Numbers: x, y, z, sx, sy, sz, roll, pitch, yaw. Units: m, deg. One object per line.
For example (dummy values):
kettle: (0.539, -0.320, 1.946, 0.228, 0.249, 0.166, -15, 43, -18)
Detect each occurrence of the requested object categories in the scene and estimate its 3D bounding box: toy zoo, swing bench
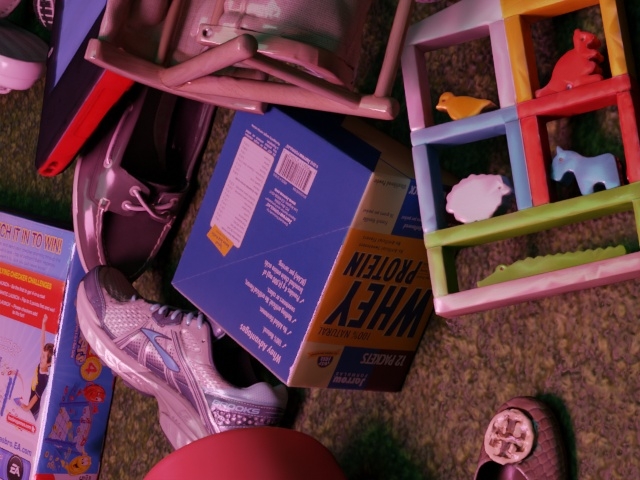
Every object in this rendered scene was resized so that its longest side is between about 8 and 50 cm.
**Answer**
toy zoo: (0.165, -0.098, 1.349, 0.192, 0.030, 0.293, -13, 73, 24)
swing bench: (-0.041, -0.245, 1.388, 0.255, 0.165, 0.253, 8, 80, 53)

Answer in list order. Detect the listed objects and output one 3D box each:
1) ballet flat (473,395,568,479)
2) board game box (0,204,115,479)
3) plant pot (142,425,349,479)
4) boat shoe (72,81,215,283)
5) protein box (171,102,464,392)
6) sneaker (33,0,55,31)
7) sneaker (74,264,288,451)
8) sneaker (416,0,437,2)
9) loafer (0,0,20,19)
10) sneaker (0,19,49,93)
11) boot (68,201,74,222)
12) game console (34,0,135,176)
ballet flat: (0.145, 0.250, 1.346, 0.084, 0.058, 0.249, 12, 93, 48)
board game box: (-0.351, 0.121, 1.899, 0.308, 0.086, 0.302, 14, 94, 48)
plant pot: (-0.048, 0.312, 1.419, 0.275, 0.275, 0.243, -52, 38, 30)
boat shoe: (-0.173, -0.109, 1.718, 0.095, 0.112, 0.335, 16, 92, 53)
protein box: (0.000, 0.000, 1.488, 0.200, 0.136, 0.201, 36, 111, 44)
sneaker: (-0.314, -0.300, 1.957, 0.040, 0.044, 0.109, 22, 122, 40)
sneaker: (-0.130, 0.106, 1.646, 0.283, 0.110, 0.122, 45, 110, 27)
sneaker: (0.102, -0.356, 1.452, 0.153, 0.101, 0.268, 44, 119, 39)
loafer: (-0.345, -0.409, 1.955, 0.111, 0.112, 0.319, 35, 110, 54)
sneaker: (-0.418, -0.184, 2.015, 0.292, 0.108, 0.169, 34, 111, 56)
boot: (-0.241, -0.072, 1.847, 0.106, 0.037, 0.114, 8, 86, 46)
game console: (-0.201, -0.296, 1.719, 0.342, 0.060, 0.386, -46, 30, 33)
